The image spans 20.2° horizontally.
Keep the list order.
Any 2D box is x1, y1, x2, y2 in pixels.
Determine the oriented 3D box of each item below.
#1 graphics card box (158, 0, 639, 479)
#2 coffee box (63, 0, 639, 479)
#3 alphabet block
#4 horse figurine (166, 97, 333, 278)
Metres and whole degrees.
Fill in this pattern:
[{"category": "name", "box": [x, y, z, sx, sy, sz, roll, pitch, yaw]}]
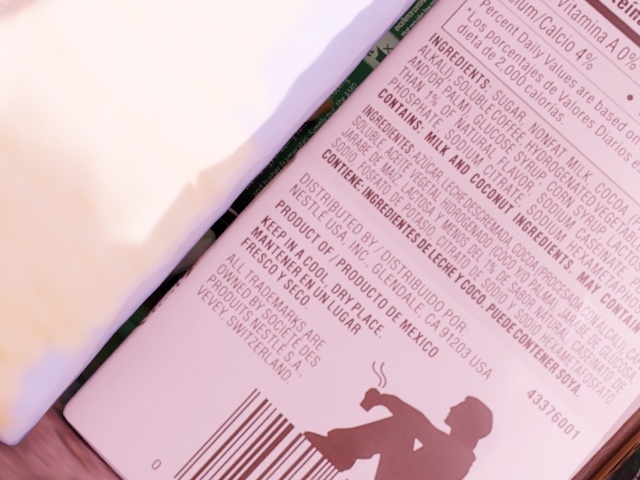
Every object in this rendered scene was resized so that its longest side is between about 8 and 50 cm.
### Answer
[{"category": "graphics card box", "box": [0.053, -0.021, 0.817, 0.371, 0.233, 0.094, 41, -36, -2]}, {"category": "coffee box", "box": [0.085, -0.017, 0.534, 0.119, 0.297, 0.168, 43, 3, 13]}, {"category": "alphabet block", "box": [-0.089, -0.096, 0.473, 0.197, 0.192, 0.193, 41, 2, -10]}, {"category": "horse figurine", "box": [-0.082, -0.115, 0.667, 0.066, 0.174, 0.263, -15, -80, 47]}]
